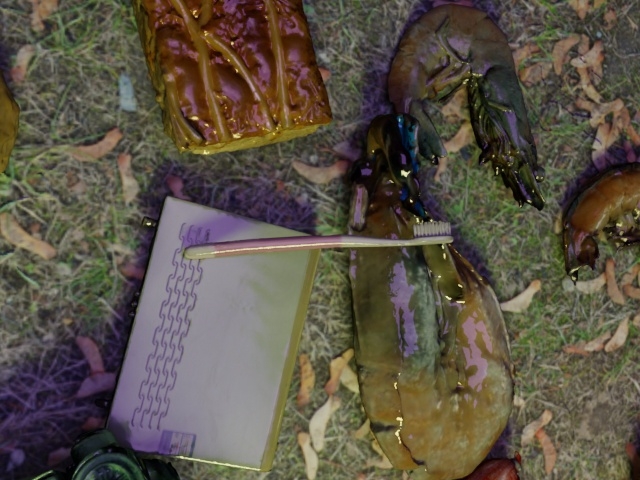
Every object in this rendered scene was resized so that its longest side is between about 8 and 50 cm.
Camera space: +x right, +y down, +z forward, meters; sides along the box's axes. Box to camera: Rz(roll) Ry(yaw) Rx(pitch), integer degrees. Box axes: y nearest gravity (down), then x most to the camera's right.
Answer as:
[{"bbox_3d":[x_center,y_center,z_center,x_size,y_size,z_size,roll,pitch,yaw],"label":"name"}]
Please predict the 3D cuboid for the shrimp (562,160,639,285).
[{"bbox_3d":[0.435,0.038,0.981,0.222,0.054,0.290,-18,88,-21],"label":"shrimp"}]

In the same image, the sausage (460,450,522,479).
[{"bbox_3d":[0.150,0.350,0.845,0.274,0.074,0.074,-38,98,-18],"label":"sausage"}]

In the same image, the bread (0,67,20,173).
[{"bbox_3d":[-0.406,-0.122,0.653,0.245,0.134,0.244,1,87,-22],"label":"bread"}]

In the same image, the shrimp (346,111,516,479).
[{"bbox_3d":[0.127,0.066,0.850,0.221,0.110,0.445,-13,94,-26],"label":"shrimp"}]

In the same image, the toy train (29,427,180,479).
[{"bbox_3d":[-0.196,0.329,0.635,0.202,0.120,0.300,-28,69,-8],"label":"toy train"}]

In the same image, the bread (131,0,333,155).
[{"bbox_3d":[-0.108,-0.238,0.782,0.185,0.114,0.274,-14,89,-21],"label":"bread"}]

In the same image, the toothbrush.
[{"bbox_3d":[0.000,0.000,0.761,0.287,0.020,0.025,-4,82,-5],"label":"toothbrush"}]

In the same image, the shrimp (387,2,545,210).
[{"bbox_3d":[0.182,-0.161,0.903,0.178,0.075,0.289,-16,92,-12],"label":"shrimp"}]

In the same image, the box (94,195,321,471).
[{"bbox_3d":[-0.119,0.102,0.784,0.211,0.045,0.270,14,82,-18],"label":"box"}]

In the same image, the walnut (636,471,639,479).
[{"bbox_3d":[0.499,0.365,0.925,0.167,0.167,0.207,-31,98,-19],"label":"walnut"}]
